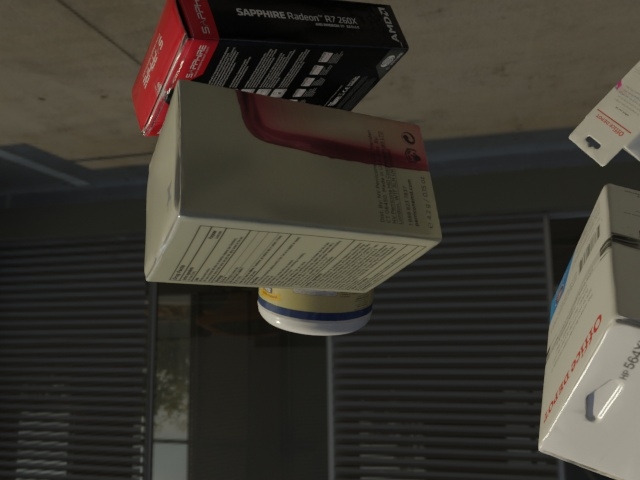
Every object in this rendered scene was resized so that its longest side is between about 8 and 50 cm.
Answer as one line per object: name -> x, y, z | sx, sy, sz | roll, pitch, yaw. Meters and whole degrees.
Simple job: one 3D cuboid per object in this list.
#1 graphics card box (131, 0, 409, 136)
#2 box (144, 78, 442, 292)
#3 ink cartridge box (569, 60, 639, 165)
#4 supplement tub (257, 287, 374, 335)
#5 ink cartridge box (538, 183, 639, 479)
graphics card box -> -0.075, -0.261, 0.884 | 0.371, 0.094, 0.233 | -10, 162, -34
box -> -0.032, -0.036, 0.535 | 0.232, 0.126, 0.148 | 6, 154, -25
ink cartridge box -> 0.474, -0.188, 0.857 | 0.061, 0.104, 0.181 | 27, 116, -28
supplement tub -> 0.000, 0.000, 1.117 | 0.228, 0.316, 0.228 | 4, -170, -1
ink cartridge box -> 0.249, 0.068, 0.475 | 0.086, 0.148, 0.203 | 18, -143, 13
